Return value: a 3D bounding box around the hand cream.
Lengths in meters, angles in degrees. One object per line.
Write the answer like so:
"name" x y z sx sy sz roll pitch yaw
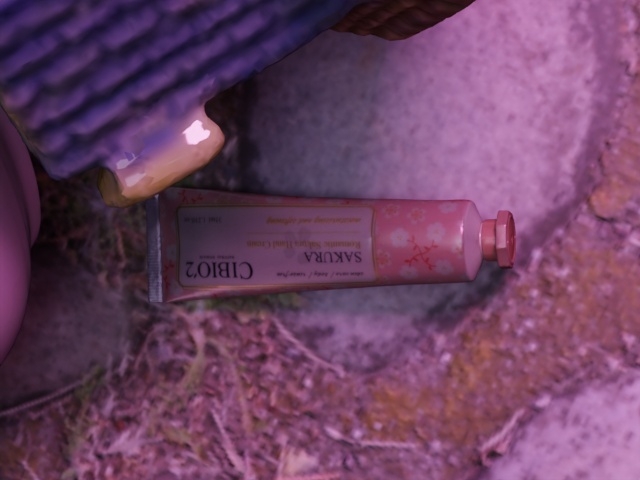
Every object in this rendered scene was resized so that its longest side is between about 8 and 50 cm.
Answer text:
"hand cream" 0.000 0.000 0.700 0.210 0.043 0.067 -2 93 18

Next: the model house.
"model house" -0.077 -0.178 0.598 0.321 0.261 0.266 -32 98 -9

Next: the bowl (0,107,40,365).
"bowl" -0.250 -0.029 0.663 0.287 0.144 0.287 32 140 31
